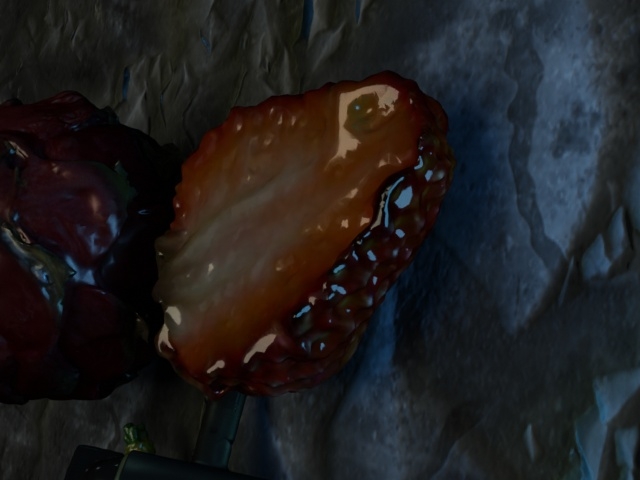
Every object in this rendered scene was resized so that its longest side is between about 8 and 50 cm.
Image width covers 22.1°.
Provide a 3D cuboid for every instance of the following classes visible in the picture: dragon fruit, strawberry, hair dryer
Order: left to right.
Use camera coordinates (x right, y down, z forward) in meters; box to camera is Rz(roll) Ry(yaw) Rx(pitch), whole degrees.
[{"bbox_3d":[-0.278,0.015,1.646,0.329,0.329,0.329,-18,67,50],"label":"dragon fruit"},{"bbox_3d":[-0.119,0.166,1.532,0.078,0.195,0.248,98,-174,-57],"label":"hair dryer"},{"bbox_3d":[0.000,0.000,1.427,0.336,0.149,0.265,-36,46,30],"label":"strawberry"}]

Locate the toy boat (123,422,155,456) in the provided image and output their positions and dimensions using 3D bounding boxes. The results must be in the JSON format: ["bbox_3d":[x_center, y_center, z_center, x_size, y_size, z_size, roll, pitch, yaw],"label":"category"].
[{"bbox_3d":[-0.211,0.289,1.660,0.088,0.089,0.229,46,122,32],"label":"toy boat"}]
